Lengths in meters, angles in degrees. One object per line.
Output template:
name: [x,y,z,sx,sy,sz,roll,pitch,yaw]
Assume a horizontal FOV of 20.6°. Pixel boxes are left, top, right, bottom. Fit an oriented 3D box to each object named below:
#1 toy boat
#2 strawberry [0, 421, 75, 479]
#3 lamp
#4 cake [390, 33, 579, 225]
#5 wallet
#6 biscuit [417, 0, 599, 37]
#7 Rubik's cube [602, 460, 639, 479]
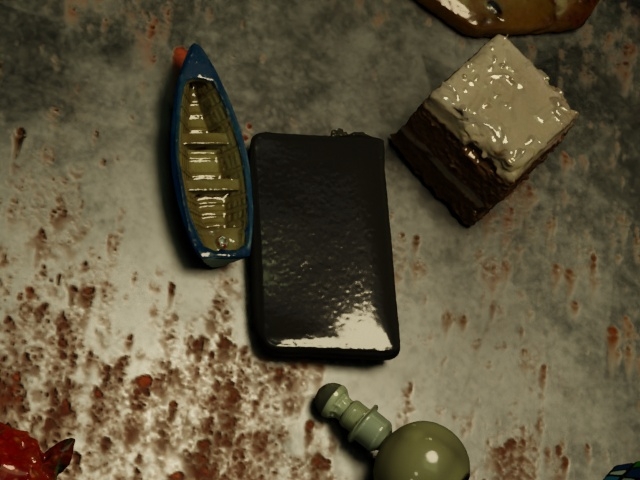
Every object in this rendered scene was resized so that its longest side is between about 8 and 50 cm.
toy boat: [-0.112,-0.082,1.719,0.080,0.046,0.229,-3,67,-21]
strawberry: [-0.327,0.211,1.472,0.228,0.098,0.174,13,62,-16]
lamp: [0.061,0.189,1.647,0.163,0.091,0.091,36,58,18]
cake: [0.168,-0.115,1.781,0.135,0.147,0.134,45,59,5]
wallet: [0.000,0.000,1.727,0.149,0.044,0.250,2,67,-16]
biscuit: [0.189,-0.382,1.972,0.359,0.046,0.359,8,65,-18]
Rubik's cube: [0.316,0.272,1.679,0.133,0.133,0.112,-15,100,-26]
